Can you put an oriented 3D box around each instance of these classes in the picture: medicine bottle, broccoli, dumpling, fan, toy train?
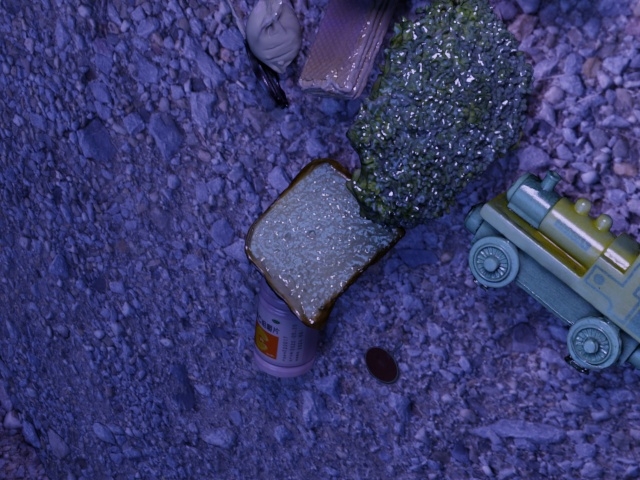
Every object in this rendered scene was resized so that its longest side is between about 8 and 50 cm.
[{"bbox_3d":[-0.060,0.141,2.026,0.133,0.133,0.250,30,130,26],"label":"medicine bottle"},{"bbox_3d":[0.182,-0.185,1.550,0.249,0.302,0.375,19,99,4],"label":"broccoli"},{"bbox_3d":[-0.089,-0.379,1.785,0.100,0.169,0.134,-28,62,12],"label":"dumpling"},{"bbox_3d":[0.130,0.232,1.999,0.085,0.005,0.133,46,136,13],"label":"fan"},{"bbox_3d":[0.391,0.031,1.565,0.369,0.150,0.237,40,125,17],"label":"toy train"}]

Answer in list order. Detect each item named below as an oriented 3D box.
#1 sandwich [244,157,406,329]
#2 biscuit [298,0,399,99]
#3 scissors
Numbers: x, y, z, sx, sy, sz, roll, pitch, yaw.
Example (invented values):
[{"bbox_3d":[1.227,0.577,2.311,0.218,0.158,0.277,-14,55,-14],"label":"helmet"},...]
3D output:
[{"bbox_3d":[0.000,0.000,1.848,0.226,0.087,0.251,45,100,11],"label":"sandwich"},{"bbox_3d":[0.054,-0.334,1.615,0.108,0.062,0.239,12,76,40],"label":"biscuit"},{"bbox_3d":[-0.134,-0.374,1.851,0.022,0.109,0.300,-27,82,13],"label":"scissors"}]
